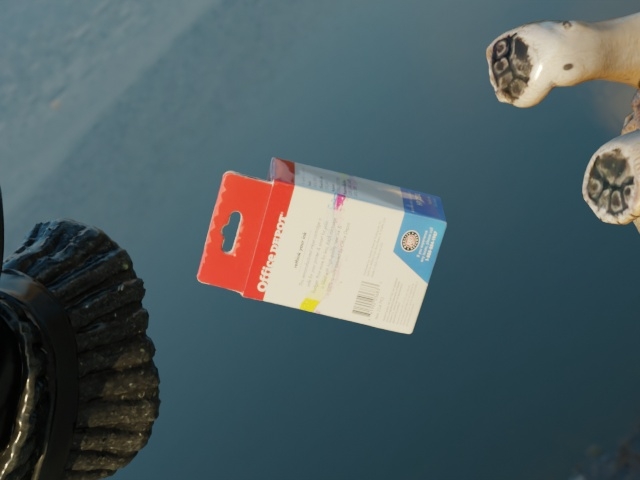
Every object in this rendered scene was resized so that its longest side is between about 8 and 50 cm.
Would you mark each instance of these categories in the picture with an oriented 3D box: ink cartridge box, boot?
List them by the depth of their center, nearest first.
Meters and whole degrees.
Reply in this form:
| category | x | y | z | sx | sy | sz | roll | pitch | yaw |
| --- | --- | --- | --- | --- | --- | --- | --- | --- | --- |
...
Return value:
| category | x | y | z | sx | sy | sz | roll | pitch | yaw |
| --- | --- | --- | --- | --- | --- | --- | --- | --- | --- |
| boot | -0.181 | 0.036 | 0.852 | 0.260 | 0.131 | 0.348 | -30 | -30 | -49 |
| ink cartridge box | 0.000 | 0.000 | 1.635 | 0.078 | 0.231 | 0.134 | -91 | 16 | -67 |

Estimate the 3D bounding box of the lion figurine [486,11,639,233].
| category | x | y | z | sx | sy | sz | roll | pitch | yaw |
| --- | --- | --- | --- | --- | --- | --- | --- | --- | --- |
| lion figurine | 0.209 | -0.134 | 0.664 | 0.142 | 0.240 | 0.392 | 50 | 133 | 35 |
